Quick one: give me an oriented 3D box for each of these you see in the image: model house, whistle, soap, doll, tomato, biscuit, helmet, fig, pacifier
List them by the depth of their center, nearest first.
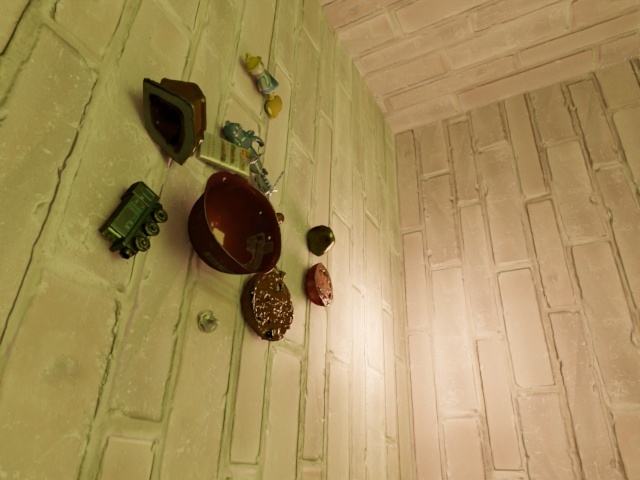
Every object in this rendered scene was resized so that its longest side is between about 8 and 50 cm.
[{"bbox_3d":[-0.372,0.278,1.527,0.068,0.064,0.083,-42,118,-42],"label":"pacifier"},{"bbox_3d":[-0.480,-0.424,1.554,0.239,0.173,0.268,-80,180,-61],"label":"model house"},{"bbox_3d":[-0.331,-0.032,1.562,0.385,0.230,0.337,42,40,-38],"label":"helmet"},{"bbox_3d":[-0.214,0.265,1.841,0.296,0.075,0.296,26,58,-53],"label":"biscuit"},{"bbox_3d":[-0.325,-0.393,1.898,0.180,0.093,0.269,-57,134,-24],"label":"whistle"},{"bbox_3d":[-0.194,0.147,1.995,0.093,0.051,0.061,20,57,-26],"label":"doll"},{"bbox_3d":[-0.281,-0.790,2.161,0.241,0.098,0.135,47,62,-45],"label":"doll"},{"bbox_3d":[-0.012,0.226,2.262,0.225,0.085,0.225,45,37,-48],"label":"tomato"},{"bbox_3d":[-0.233,-0.673,2.278,0.089,0.033,0.168,67,27,-25],"label":"soap"},{"bbox_3d":[0.000,0.000,2.356,0.166,0.154,0.144,-66,164,-4],"label":"fig"}]

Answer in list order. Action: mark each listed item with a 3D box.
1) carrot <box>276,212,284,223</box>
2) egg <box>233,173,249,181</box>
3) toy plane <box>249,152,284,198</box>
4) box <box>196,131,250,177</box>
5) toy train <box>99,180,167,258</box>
[{"bbox_3d":[-0.221,-0.089,2.011,0.186,0.060,0.060,-20,96,-61],"label":"carrot"},{"bbox_3d":[-0.333,-0.241,1.836,0.083,0.071,0.071,10,69,-52],"label":"egg"},{"bbox_3d":[-0.261,-0.268,1.923,0.107,0.182,0.273,40,2,29],"label":"toy plane"},{"bbox_3d":[-0.374,-0.336,1.765,0.220,0.032,0.122,19,59,-39],"label":"box"},{"bbox_3d":[-0.541,-0.055,1.312,0.137,0.090,0.225,51,36,-31],"label":"toy train"}]
